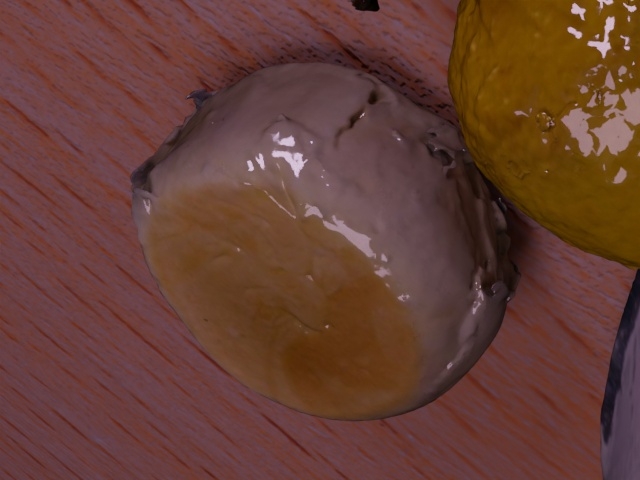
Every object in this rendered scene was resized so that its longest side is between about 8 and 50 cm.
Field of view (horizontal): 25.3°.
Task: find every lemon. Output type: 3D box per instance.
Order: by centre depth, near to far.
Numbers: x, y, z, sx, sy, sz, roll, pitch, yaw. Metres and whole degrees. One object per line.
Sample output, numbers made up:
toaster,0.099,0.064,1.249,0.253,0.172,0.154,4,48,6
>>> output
lemon,0.163,-0.080,0.650,0.231,0.192,0.192,20,155,-32

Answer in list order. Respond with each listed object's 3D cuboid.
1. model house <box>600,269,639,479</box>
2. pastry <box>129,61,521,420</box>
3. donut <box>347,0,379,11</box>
model house,0.319,0.138,0.837,0.300,0.190,0.271,10,137,9
pastry,0.002,0.001,0.943,0.264,0.133,0.265,22,143,18
donut,0.055,-0.205,0.679,0.126,0.144,0.186,51,171,-10
